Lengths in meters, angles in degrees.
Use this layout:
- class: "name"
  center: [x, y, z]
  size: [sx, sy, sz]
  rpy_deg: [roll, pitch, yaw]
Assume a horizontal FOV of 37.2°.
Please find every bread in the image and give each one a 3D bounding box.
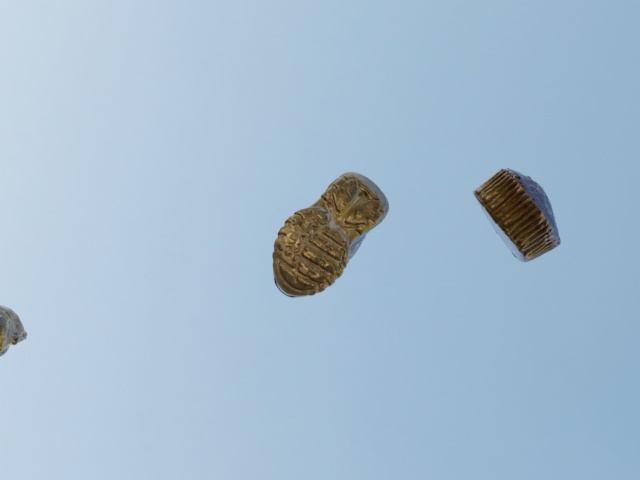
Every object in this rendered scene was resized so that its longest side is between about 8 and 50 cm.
- class: "bread"
  center: [0.175, -0.024, 0.824]
  size: [0.053, 0.085, 0.085]
  rpy_deg: [-35, -91, 6]

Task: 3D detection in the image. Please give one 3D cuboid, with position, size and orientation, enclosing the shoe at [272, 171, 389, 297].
- class: "shoe"
  center: [0.000, 0.000, 1.125]
  size: [0.089, 0.180, 0.092]
  rpy_deg: [41, -26, 0]

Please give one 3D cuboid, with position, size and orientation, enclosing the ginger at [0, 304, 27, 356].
- class: "ginger"
  center: [-0.433, 0.092, 0.857]
  size: [0.081, 0.333, 0.148]
  rpy_deg: [-60, -148, 33]
